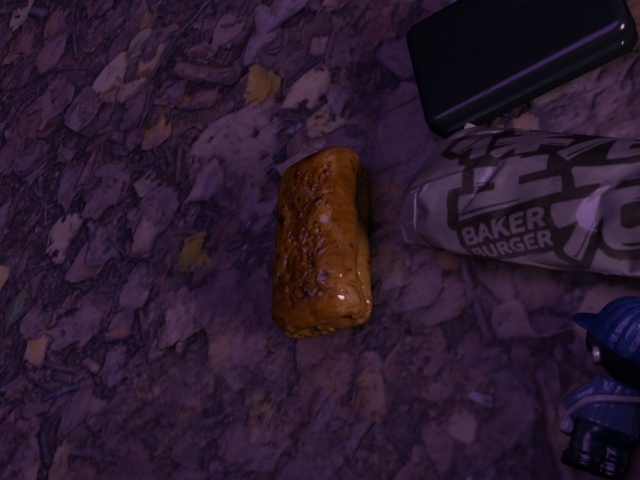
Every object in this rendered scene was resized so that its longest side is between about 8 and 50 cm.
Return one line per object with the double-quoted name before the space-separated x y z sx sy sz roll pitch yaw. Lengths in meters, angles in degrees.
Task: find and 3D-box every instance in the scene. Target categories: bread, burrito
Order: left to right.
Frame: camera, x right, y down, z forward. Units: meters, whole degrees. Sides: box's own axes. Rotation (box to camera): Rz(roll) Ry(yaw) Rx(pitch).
"bread" 0.000 0.000 0.935 0.114 0.083 0.210 -21 54 33
"burrito" 0.265 -0.030 0.730 0.446 0.101 0.139 8 61 43

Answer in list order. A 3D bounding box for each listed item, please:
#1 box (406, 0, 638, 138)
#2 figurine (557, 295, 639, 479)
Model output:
"box" 0.207 -0.216 0.907 0.230 0.050 0.160 -26 53 25
"figurine" 0.239 0.117 0.691 0.086 0.087 0.149 20 79 5
